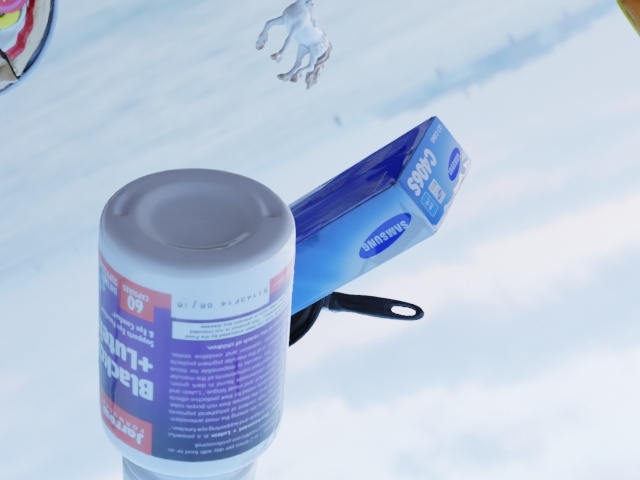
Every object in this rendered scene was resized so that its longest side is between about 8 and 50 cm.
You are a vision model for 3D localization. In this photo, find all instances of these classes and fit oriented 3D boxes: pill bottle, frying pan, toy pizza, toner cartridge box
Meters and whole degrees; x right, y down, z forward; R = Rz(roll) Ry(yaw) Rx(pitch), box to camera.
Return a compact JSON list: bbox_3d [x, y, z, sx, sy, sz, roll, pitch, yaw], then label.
[{"bbox_3d":[-0.072,0.066,0.974,0.108,0.193,0.108,3,-146,-2],"label":"pill bottle"},{"bbox_3d":[-0.024,0.057,2.462,0.326,0.197,0.053,-13,163,8],"label":"frying pan"},{"bbox_3d":[-0.316,-0.210,1.439,0.201,0.201,0.032,-25,-171,21],"label":"toy pizza"},{"bbox_3d":[0.000,0.000,1.939,0.348,0.075,0.165,-31,-163,33],"label":"toner cartridge box"}]

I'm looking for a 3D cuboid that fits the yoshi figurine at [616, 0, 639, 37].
[{"bbox_3d":[0.382,-0.305,1.368,0.362,0.203,0.203,-32,-174,15],"label":"yoshi figurine"}]

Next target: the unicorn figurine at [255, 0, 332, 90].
[{"bbox_3d":[-0.024,-0.260,2.120,0.111,0.060,0.162,-51,160,-9],"label":"unicorn figurine"}]
